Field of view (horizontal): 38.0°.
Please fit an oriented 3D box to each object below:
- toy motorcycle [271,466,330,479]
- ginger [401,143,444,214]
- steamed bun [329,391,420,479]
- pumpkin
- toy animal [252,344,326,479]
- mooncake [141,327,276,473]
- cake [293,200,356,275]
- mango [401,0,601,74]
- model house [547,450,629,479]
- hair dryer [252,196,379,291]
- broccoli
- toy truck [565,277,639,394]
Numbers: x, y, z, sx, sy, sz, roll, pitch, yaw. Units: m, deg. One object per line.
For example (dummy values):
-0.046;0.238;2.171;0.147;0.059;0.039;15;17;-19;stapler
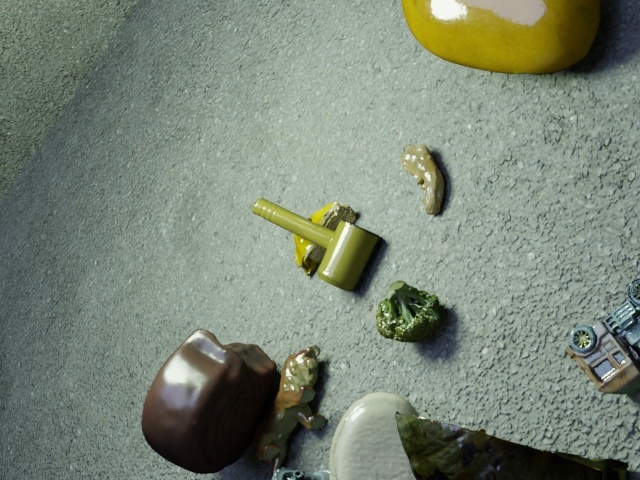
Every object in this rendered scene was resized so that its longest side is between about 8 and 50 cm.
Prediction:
0.031;0.508;1.719;0.270;0.159;0.106;37;112;35;toy motorcycle
0.210;-0.133;1.878;0.069;0.051;0.173;-46;41;30;ginger
0.105;0.386;1.666;0.131;0.177;0.228;48;-135;-84;steamed bun
0.199;0.326;1.260;0.312;0.169;0.148;-2;71;51;pumpkin
-0.070;0.365;1.945;0.312;0.097;0.157;-62;26;10;toy animal
-0.218;0.335;1.955;0.174;0.326;0.334;25;54;23;mooncake
-0.003;-0.002;2.044;0.185;0.080;0.116;-21;55;38;cake
0.338;-0.459;1.751;0.446;0.232;0.300;40;100;44;mango
0.330;0.427;1.352;0.175;0.193;0.234;-8;69;47;model house
-0.025;-0.008;1.975;0.279;0.090;0.135;26;95;17;hair dryer
0.163;0.135;1.748;0.130;0.120;0.131;-19;19;15;broccoli
0.501;0.133;1.366;0.257;0.108;0.140;-44;57;22;toy truck
